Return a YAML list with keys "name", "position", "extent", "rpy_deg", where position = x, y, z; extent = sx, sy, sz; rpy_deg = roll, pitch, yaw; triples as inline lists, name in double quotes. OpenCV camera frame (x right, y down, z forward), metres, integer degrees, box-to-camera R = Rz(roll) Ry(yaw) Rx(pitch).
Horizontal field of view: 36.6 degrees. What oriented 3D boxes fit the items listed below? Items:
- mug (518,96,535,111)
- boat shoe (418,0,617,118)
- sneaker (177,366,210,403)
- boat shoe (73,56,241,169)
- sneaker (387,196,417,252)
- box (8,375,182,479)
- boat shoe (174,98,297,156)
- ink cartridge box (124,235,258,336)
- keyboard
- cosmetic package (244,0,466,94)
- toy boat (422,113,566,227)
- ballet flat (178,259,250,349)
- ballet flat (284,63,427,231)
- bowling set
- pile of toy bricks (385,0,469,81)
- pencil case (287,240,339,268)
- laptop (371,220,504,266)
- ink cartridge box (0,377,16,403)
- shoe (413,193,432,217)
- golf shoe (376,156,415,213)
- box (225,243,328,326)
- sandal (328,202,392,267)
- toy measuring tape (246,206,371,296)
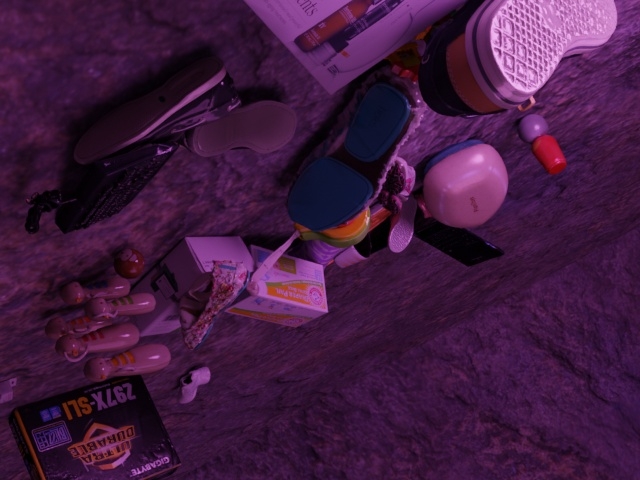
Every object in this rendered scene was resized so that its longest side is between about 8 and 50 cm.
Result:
- name: "mug"
  position: [0.372, -0.291, 1.848]
  extent: [0.062, 0.078, 0.064]
  rpy_deg: [17, 149, -24]
- name: "boat shoe"
  position: [0.295, -0.313, 1.407]
  extent: [0.156, 0.187, 0.500]
  rpy_deg: [-19, -164, 43]
- name: "sneaker"
  position: [-0.355, 0.387, 2.594]
  extent: [0.061, 0.053, 0.152]
  rpy_deg: [1, 140, -41]
- name: "boat shoe"
  position: [-0.215, -0.152, 1.283]
  extent: [0.233, 0.084, 0.079]
  rpy_deg: [-30, 136, -2]
- name: "sneaker"
  position: [0.180, -0.030, 2.192]
  extent: [0.051, 0.134, 0.070]
  rpy_deg: [20, 165, -9]
- name: "box"
  position: [-0.516, 0.466, 2.222]
  extent: [0.322, 0.257, 0.079]
  rpy_deg: [-13, 155, -39]
- name: "boat shoe"
  position: [-0.126, -0.171, 1.426]
  extent: [0.228, 0.069, 0.081]
  rpy_deg: [-13, 116, -50]
- name: "ink cartridge box"
  position: [-0.251, 0.087, 1.873]
  extent: [0.219, 0.092, 0.160]
  rpy_deg: [-42, 157, 29]
- name: "keyboard"
  position: [-0.322, -0.057, 1.354]
  extent: [0.201, 0.033, 0.317]
  rpy_deg: [-20, 175, -27]
- name: "cosmetic package"
  position: [0.052, -0.348, 1.179]
  extent: [0.284, 0.097, 0.377]
  rpy_deg: [-36, 161, 9]
- name: "toy boat"
  position: [0.365, -0.157, 2.096]
  extent: [0.318, 0.148, 0.267]
  rpy_deg: [-25, 150, 0]
- name: "ballet flat"
  position: [-0.212, 0.110, 1.759]
  extent: [0.077, 0.091, 0.241]
  rpy_deg: [22, 129, -21]
- name: "ballet flat"
  position: [0.079, -0.162, 1.671]
  extent: [0.147, 0.147, 0.409]
  rpy_deg: [-15, 158, -38]
- name: "bowling set"
  position: [-0.389, 0.113, 1.689]
  extent: [0.154, 0.200, 0.287]
  rpy_deg: [-8, -166, -39]
- name: "pile of toy bricks"
  position: [0.210, -0.309, 1.495]
  extent: [0.212, 0.105, 0.118]
  rpy_deg: [-19, 159, -30]
- name: "pencil case"
  position: [0.000, 0.000, 2.042]
  extent: [0.088, 0.086, 0.206]
  rpy_deg: [14, 144, -13]
- name: "laptop"
  position: [0.268, 0.035, 2.351]
  extent: [0.136, 0.264, 0.234]
  rpy_deg: [-62, -172, -13]
- name: "ink cartridge box"
  position: [-0.655, 0.313, 1.970]
  extent: [0.083, 0.028, 0.048]
  rpy_deg: [-20, 160, -28]
- name: "shoe"
  position: [0.271, -0.085, 2.258]
  extent: [0.081, 0.063, 0.178]
  rpy_deg: [-31, 157, 7]
- name: "golf shoe"
  position: [0.157, -0.131, 1.980]
  extent: [0.086, 0.067, 0.186]
  rpy_deg: [-55, 167, -19]
- name: "box"
  position: [-0.094, 0.097, 1.988]
  extent: [0.203, 0.114, 0.103]
  rpy_deg: [17, 146, -41]
- name: "sandal"
  position: [0.089, 0.001, 2.183]
  extent: [0.265, 0.076, 0.102]
  rpy_deg: [-39, 159, 27]
- name: "toy measuring tape"
  position: [0.001, 0.002, 1.859]
  extent: [0.330, 0.121, 0.121]
  rpy_deg: [-49, 164, -10]
